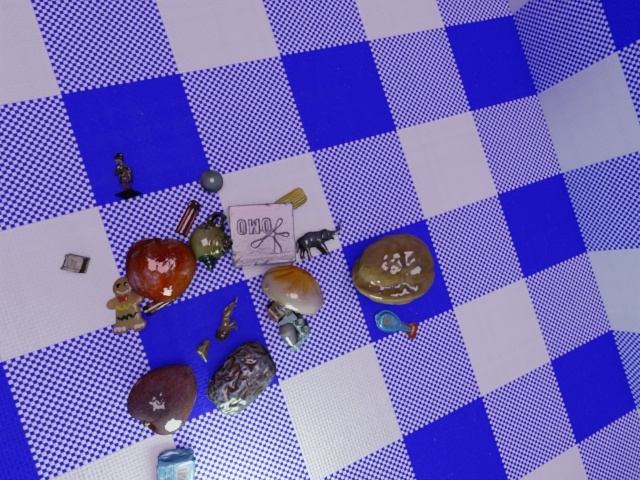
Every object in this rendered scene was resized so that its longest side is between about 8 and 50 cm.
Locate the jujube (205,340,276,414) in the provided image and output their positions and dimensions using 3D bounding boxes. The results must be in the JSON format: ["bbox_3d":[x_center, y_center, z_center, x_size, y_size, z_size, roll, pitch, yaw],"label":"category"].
[{"bbox_3d":[-0.340,0.592,1.785,0.317,0.226,0.226,-43,98,-10],"label":"jujube"}]

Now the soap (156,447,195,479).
[{"bbox_3d":[-0.604,1.030,1.731,0.156,0.077,0.294,1,84,-16],"label":"soap"}]

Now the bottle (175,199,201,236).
[{"bbox_3d":[-0.589,-0.103,1.846,0.060,0.060,0.164,26,78,-13],"label":"bottle"}]

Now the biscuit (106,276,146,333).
[{"bbox_3d":[-0.817,0.270,1.733,0.158,0.035,0.241,-15,81,-3],"label":"biscuit"}]

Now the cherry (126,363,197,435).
[{"bbox_3d":[-0.637,0.639,1.687,0.261,0.221,0.308,44,62,-17],"label":"cherry"}]

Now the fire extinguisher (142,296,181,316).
[{"bbox_3d":[-0.680,0.260,1.791,0.177,0.050,0.062,-32,85,-18],"label":"fire extinguisher"}]

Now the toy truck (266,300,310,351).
[{"bbox_3d":[-0.151,0.381,1.911,0.140,0.108,0.257,-39,100,-2],"label":"toy truck"}]

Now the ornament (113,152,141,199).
[{"bbox_3d":[-0.854,-0.279,1.780,0.081,0.088,0.203,-25,79,7],"label":"ornament"}]

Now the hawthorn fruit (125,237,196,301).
[{"bbox_3d":[-0.656,0.109,1.706,0.284,0.284,0.285,1,85,-16],"label":"hawthorn fruit"}]

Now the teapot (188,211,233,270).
[{"bbox_3d":[-0.460,0.000,1.797,0.182,0.173,0.270,6,72,27],"label":"teapot"}]

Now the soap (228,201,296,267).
[{"bbox_3d":[-0.264,-0.026,1.884,0.296,0.107,0.286,-6,96,-9],"label":"soap"}]

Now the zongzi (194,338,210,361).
[{"bbox_3d":[-0.503,0.485,1.832,0.076,0.040,0.083,-44,110,-22],"label":"zongzi"}]

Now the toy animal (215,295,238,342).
[{"bbox_3d":[-0.403,0.355,1.856,0.086,0.069,0.220,19,78,-4],"label":"toy animal"}]

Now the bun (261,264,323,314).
[{"bbox_3d":[-0.114,0.197,1.827,0.298,0.299,0.165,23,93,-13],"label":"bun"}]

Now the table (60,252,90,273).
[{"bbox_3d":[-1.004,0.094,1.691,0.083,0.082,0.070,15,82,-15],"label":"table"}]

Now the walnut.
[{"bbox_3d":[0.354,0.135,1.964,0.383,0.383,0.384,1,85,-16],"label":"walnut"}]

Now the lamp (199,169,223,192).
[{"bbox_3d":[-0.490,-0.268,1.866,0.105,0.105,0.105,1,85,-16],"label":"lamp"}]

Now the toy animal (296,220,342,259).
[{"bbox_3d":[0.005,0.008,1.998,0.269,0.082,0.137,-20,92,-16],"label":"toy animal"}]

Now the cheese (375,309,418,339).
[{"bbox_3d":[0.386,0.428,2.100,0.256,0.037,0.106,23,80,-15],"label":"cheese"}]

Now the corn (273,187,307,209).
[{"bbox_3d":[-0.145,-0.187,1.980,0.165,0.063,0.085,-29,105,-14],"label":"corn"}]
